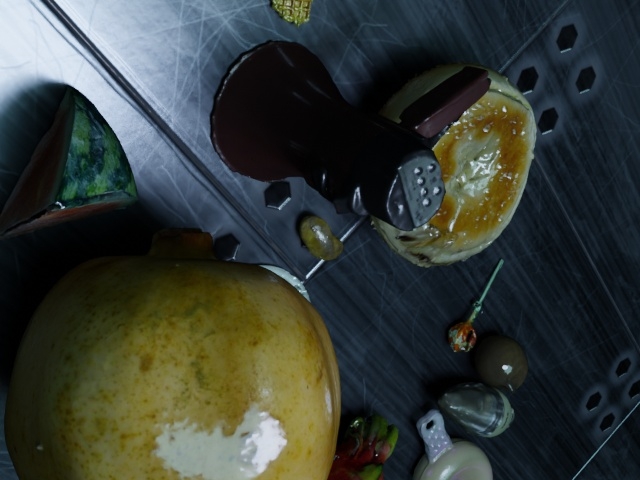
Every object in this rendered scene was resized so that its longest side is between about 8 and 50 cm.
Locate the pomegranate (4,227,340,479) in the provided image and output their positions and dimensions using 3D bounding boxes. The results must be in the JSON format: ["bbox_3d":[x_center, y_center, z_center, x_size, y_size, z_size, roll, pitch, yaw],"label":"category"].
[{"bbox_3d":[-0.176,0.173,1.109,0.417,0.417,0.416,-16,121,-29],"label":"pomegranate"}]

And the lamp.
[{"bbox_3d":[0.285,0.307,1.698,0.250,0.101,0.101,24,97,-53],"label":"lamp"}]

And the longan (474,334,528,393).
[{"bbox_3d":[0.328,0.225,1.689,0.092,0.113,0.113,-25,133,18],"label":"longan"}]

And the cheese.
[{"bbox_3d":[0.232,0.420,1.739,0.163,0.082,0.286,-38,126,-17],"label":"cheese"}]

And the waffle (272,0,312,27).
[{"bbox_3d":[-0.029,-0.325,1.209,0.078,0.016,0.085,35,89,-42],"label":"waffle"}]

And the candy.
[{"bbox_3d":[0.278,0.114,1.645,0.184,0.049,0.055,-62,163,-4],"label":"candy"}]

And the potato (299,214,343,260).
[{"bbox_3d":[0.000,0.000,1.377,0.092,0.045,0.046,51,44,-43],"label":"potato"}]

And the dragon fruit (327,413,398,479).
[{"bbox_3d":[0.013,0.399,1.523,0.198,0.200,0.269,64,32,-32],"label":"dragon fruit"}]

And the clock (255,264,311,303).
[{"bbox_3d":[-0.103,0.152,1.375,0.236,0.053,0.236,-15,120,-28],"label":"clock"}]

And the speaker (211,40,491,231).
[{"bbox_3d":[0.058,-0.126,1.183,0.259,0.329,0.198,-16,121,-37],"label":"speaker"}]

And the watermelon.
[{"bbox_3d":[-0.284,-0.048,1.081,0.136,0.207,0.202,28,113,-15],"label":"watermelon"}]

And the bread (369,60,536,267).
[{"bbox_3d":[0.178,-0.114,1.373,0.306,0.159,0.305,-19,123,-32],"label":"bread"}]
